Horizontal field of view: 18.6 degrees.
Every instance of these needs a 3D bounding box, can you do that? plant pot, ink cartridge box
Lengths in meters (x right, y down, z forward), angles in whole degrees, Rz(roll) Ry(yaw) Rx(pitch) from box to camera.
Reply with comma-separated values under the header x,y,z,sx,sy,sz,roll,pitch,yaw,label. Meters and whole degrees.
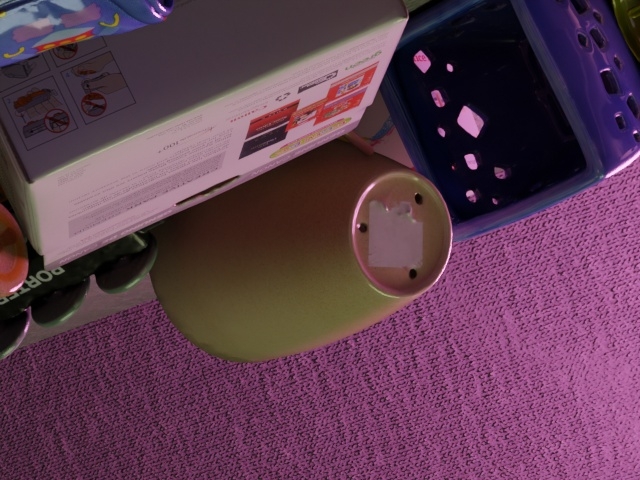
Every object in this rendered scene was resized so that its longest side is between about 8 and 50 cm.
x,y,z,sx,sy,sz,roll,pitch,yaw,label
0.229,-0.158,2.038,0.212,0.236,0.236,-22,177,-41,plant pot
0.091,-0.118,2.184,0.127,0.176,0.128,-25,171,32,ink cartridge box
0.000,0.000,1.988,0.256,0.256,0.274,-14,-174,-34,plant pot
-0.111,-0.119,1.533,0.309,0.130,0.272,-25,169,-13,ink cartridge box

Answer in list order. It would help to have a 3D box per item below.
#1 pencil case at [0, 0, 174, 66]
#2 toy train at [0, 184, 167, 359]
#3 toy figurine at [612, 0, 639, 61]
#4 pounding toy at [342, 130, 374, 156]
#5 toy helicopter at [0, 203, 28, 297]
x,y,z,sx,sy,sz,roll,pitch,yaw,label
-0.240,-0.151,1.226,0.306,0.119,0.133,-19,-164,2,pencil case
-0.297,-0.010,2.029,0.334,0.190,0.142,-27,132,25,toy train
0.320,-0.271,1.351,0.217,0.191,0.362,-38,146,-16,toy figurine
-0.029,-0.135,1.857,0.100,0.141,0.130,-21,173,12,pounding toy
-0.334,-0.005,1.430,0.140,0.235,0.355,-22,157,26,toy helicopter
